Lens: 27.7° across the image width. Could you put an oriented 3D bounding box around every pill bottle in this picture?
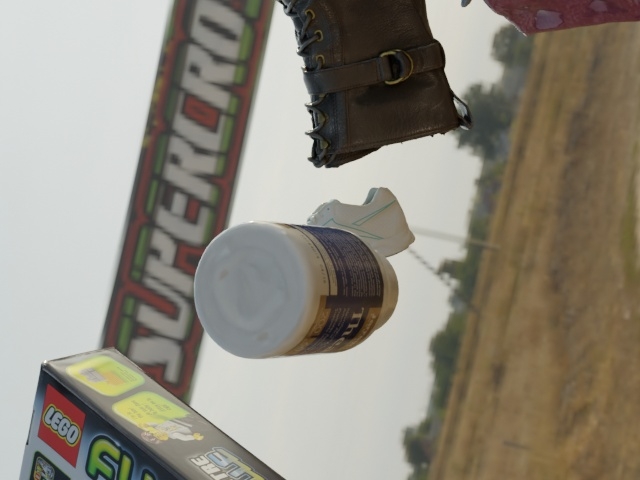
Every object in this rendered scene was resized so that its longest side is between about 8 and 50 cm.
[{"bbox_3d":[-0.006,0.026,0.660,0.120,0.067,0.067,4,-81,-63],"label":"pill bottle"}]

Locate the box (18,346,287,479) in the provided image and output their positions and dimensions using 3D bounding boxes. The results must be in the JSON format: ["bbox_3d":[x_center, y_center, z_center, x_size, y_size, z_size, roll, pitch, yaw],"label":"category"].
[{"bbox_3d":[-0.033,0.136,0.450,0.036,0.207,0.114,-9,-58,-47],"label":"box"}]

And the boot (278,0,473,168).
[{"bbox_3d":[-0.007,-0.172,1.087,0.091,0.263,0.228,-122,26,-77],"label":"boot"}]

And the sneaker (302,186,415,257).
[{"bbox_3d":[0.000,0.000,1.084,0.054,0.152,0.061,-150,40,-73],"label":"sneaker"}]

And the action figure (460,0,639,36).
[{"bbox_3d":[0.259,-0.202,0.741,0.248,0.370,0.275,31,-108,-63],"label":"action figure"}]
